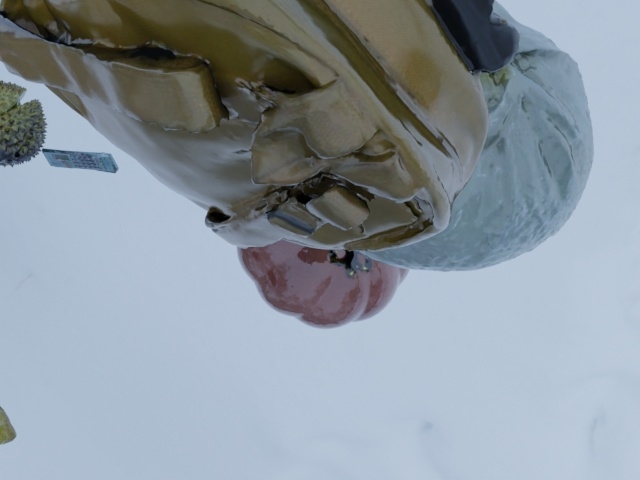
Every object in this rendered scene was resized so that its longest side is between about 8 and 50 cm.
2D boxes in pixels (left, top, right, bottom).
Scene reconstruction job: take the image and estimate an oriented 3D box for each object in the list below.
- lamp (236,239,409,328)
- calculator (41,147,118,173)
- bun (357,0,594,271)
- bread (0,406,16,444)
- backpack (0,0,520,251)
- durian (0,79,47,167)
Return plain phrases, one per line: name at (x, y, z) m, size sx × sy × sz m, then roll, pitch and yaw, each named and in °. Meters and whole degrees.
lamp at (0.000, 0.000, 1.165) m, size 0.305 × 0.305 × 0.239 m, roll 44°, pitch 145°, yaw -7°
calculator at (-0.525, -0.174, 1.546) m, size 0.172 × 0.018 × 0.057 m, roll 7°, pitch 142°, yaw 15°
bun at (0.145, -0.135, 0.820) m, size 0.362 × 0.362 × 0.211 m, roll 30°, pitch 155°, yaw 6°
bread at (-0.553, 0.234, 1.007) m, size 0.233 × 0.088 × 0.160 m, roll -2°, pitch 130°, yaw 22°
backpack at (-0.043, -0.117, 0.531) m, size 0.378 × 0.201 × 0.353 m, roll 17°, pitch 165°, yaw 44°
durian at (-0.697, -0.216, 1.522) m, size 0.138 × 0.193 × 0.237 m, roll 44°, pitch 111°, yaw 31°
